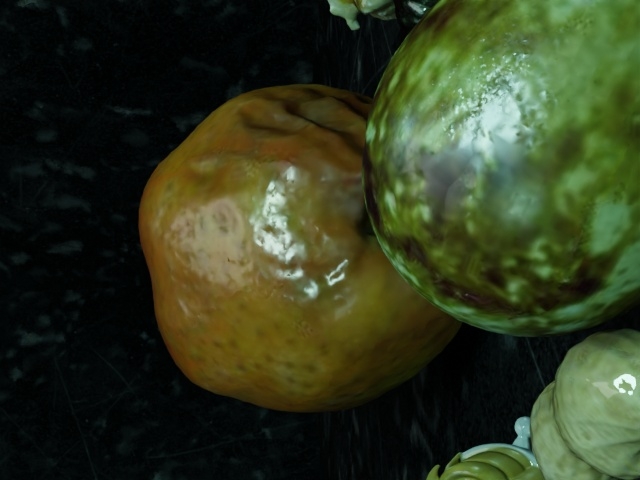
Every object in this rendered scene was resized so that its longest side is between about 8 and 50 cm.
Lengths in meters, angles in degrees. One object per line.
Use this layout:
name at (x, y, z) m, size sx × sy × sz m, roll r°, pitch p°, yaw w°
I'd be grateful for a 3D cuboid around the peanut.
peanut at (0.221, 0.145, 0.684) m, size 0.228 × 0.086 × 0.104 m, roll 99°, pitch 147°, yaw -59°

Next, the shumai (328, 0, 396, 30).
shumai at (0.084, -0.360, 0.882) m, size 0.314 × 0.262 × 0.267 m, roll -166°, pitch 73°, yaw -80°

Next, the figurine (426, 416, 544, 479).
figurine at (0.197, 0.326, 0.840) m, size 0.194 × 0.133 × 0.274 m, roll -24°, pitch 92°, yaw 49°

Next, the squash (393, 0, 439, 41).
squash at (0.149, -0.210, 0.752) m, size 0.156 × 0.193 × 0.193 m, roll -52°, pitch -8°, yaw -21°

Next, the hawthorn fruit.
hawthorn fruit at (0.000, 0.000, 1.134) m, size 0.472 × 0.472 × 0.471 m, roll 177°, pitch 90°, yaw -82°

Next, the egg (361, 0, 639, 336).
egg at (0.152, -0.071, 0.572) m, size 0.238 × 0.238 × 0.289 m, roll -102°, pitch 23°, yaw -48°
